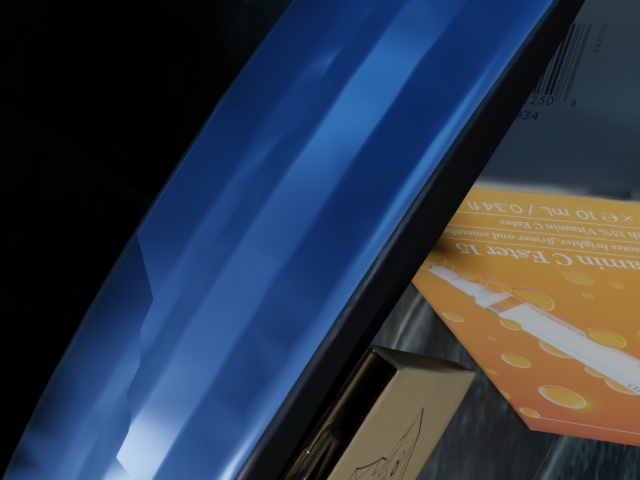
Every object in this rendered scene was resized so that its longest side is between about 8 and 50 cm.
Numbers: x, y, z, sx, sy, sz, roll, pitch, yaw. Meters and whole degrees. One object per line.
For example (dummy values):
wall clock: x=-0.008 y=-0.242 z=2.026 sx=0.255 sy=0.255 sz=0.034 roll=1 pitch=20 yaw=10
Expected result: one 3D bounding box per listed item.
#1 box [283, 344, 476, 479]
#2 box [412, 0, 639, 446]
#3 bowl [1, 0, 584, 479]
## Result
box: x=0.015 y=0.132 z=0.997 sx=0.164 sy=0.021 sz=0.201 roll=-57 pitch=163 yaw=4
box: x=0.189 y=-0.012 z=1.180 sx=0.345 sy=0.215 sz=0.168 roll=49 pitch=54 yaw=-49
bowl: x=0.000 y=0.000 z=0.802 sx=0.391 sy=0.077 sz=0.391 roll=-56 pitch=175 yaw=-8
